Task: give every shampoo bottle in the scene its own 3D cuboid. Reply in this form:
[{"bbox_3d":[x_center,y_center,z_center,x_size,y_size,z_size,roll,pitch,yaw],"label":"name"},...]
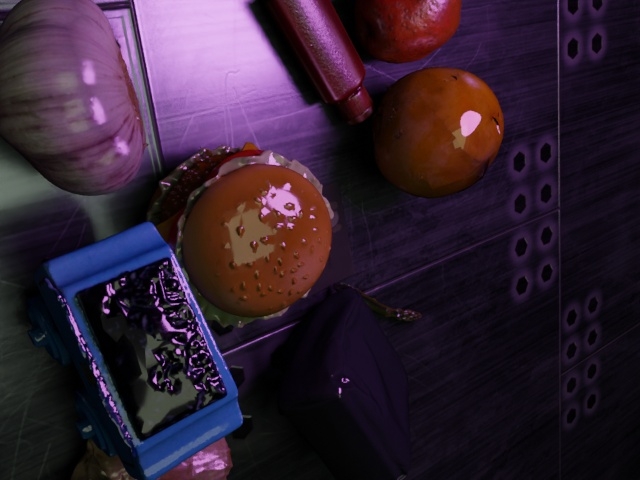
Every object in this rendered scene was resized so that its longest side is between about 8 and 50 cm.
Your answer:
[{"bbox_3d":[0.009,-0.310,1.120,0.102,0.064,0.260,-48,125,-19],"label":"shampoo bottle"}]

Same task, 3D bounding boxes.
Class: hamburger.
[{"bbox_3d":[-0.108,-0.007,1.007,0.275,0.212,0.274,-10,107,-36],"label":"hamburger"}]

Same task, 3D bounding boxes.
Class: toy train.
[{"bbox_3d":[-0.248,0.137,0.880,0.188,0.265,0.300,-26,93,-30],"label":"toy train"}]

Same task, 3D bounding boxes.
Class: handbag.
[{"bbox_3d":[0.038,0.267,1.235,0.301,0.178,0.275,58,23,-34],"label":"handbag"}]

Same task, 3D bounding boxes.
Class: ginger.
[{"bbox_3d":[-0.249,0.354,1.046,0.276,0.130,0.221,42,64,-36],"label":"ginger"}]

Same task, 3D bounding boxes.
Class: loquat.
[{"bbox_3d":[0.201,-0.187,1.195,0.235,0.235,0.234,-10,107,-36],"label":"loquat"}]

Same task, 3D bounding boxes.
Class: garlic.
[{"bbox_3d":[-0.344,-0.162,0.811,0.254,0.245,0.244,-9,110,-3],"label":"garlic"}]

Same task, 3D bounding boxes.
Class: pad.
[{"bbox_3d":[0.000,0.000,1.229,0.127,0.004,0.190,-25,116,-31],"label":"pad"}]

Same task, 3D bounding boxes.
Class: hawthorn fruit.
[{"bbox_3d":[0.144,-0.384,1.145,0.189,0.189,0.189,-10,107,-36],"label":"hawthorn fruit"}]

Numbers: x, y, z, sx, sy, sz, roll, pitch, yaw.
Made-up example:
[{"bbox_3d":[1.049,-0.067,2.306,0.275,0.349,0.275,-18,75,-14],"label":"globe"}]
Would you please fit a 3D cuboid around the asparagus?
[{"bbox_3d":[0.120,0.129,1.339,0.236,0.027,0.034,25,96,-39],"label":"asparagus"}]
